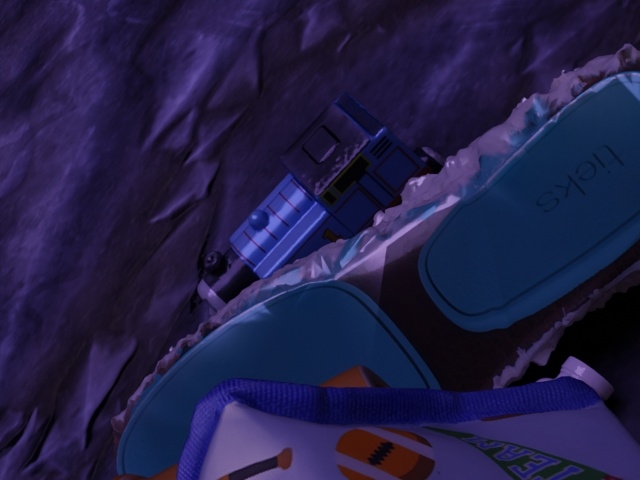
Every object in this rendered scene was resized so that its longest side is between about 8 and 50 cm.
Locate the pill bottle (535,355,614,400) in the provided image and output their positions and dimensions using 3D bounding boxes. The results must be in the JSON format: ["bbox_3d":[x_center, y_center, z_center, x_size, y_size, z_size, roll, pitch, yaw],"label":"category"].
[{"bbox_3d":[0.122,0.104,1.048,0.083,0.043,0.043,-52,34,-5],"label":"pill bottle"}]

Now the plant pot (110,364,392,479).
[{"bbox_3d":[-0.010,0.170,0.997,0.188,0.205,0.205,-41,35,4],"label":"plant pot"}]

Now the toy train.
[{"bbox_3d":[0.000,0.000,1.228,0.184,0.105,0.080,-46,34,4],"label":"toy train"}]

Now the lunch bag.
[{"bbox_3d":[0.037,0.295,0.762,0.328,0.239,0.385,-123,43,-54],"label":"lunch bag"}]

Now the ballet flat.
[{"bbox_3d":[0.071,0.040,1.111,0.409,0.147,0.147,-34,37,17],"label":"ballet flat"}]
